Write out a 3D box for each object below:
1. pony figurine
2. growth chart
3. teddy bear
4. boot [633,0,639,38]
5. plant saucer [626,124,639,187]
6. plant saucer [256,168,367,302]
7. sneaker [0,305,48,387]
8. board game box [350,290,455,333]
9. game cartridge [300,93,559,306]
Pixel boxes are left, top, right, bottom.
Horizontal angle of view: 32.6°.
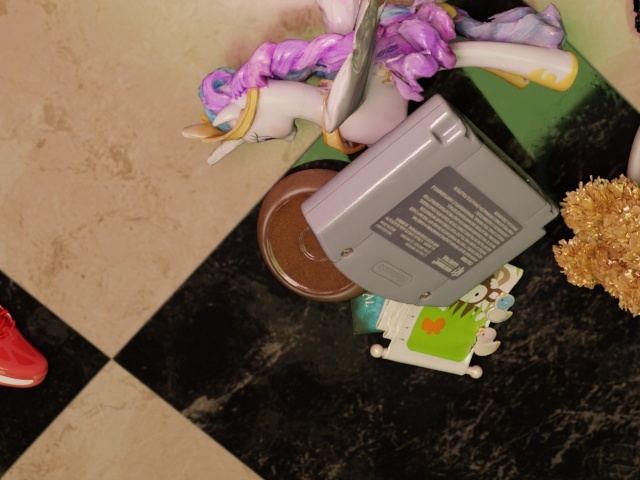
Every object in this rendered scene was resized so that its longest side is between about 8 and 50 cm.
[{"bbox_3d":[0.062,-0.183,1.114,0.363,0.303,0.351,7,138,-14],"label":"pony figurine"},{"bbox_3d":[0.154,0.062,1.288,0.172,0.021,0.237,6,120,-12],"label":"growth chart"},{"bbox_3d":[0.408,0.046,1.192,0.338,0.113,0.245,34,141,11],"label":"teddy bear"},{"bbox_3d":[0.390,-0.272,1.185,0.099,0.045,0.121,-8,110,9],"label":"boot"},{"bbox_3d":[0.553,-0.060,1.222,0.400,0.100,0.401,1,109,2],"label":"plant saucer"},{"bbox_3d":[0.000,0.000,1.290,0.168,0.029,0.168,5,110,15],"label":"plant saucer"},{"bbox_3d":[-0.414,0.081,1.331,0.221,0.087,0.128,30,110,-9],"label":"sneaker"},{"bbox_3d":[0.094,0.019,1.312,0.126,0.026,0.186,-5,109,5],"label":"board game box"},{"bbox_3d":[0.112,-0.023,1.116,0.198,0.062,0.297,-35,148,17],"label":"game cartridge"}]
